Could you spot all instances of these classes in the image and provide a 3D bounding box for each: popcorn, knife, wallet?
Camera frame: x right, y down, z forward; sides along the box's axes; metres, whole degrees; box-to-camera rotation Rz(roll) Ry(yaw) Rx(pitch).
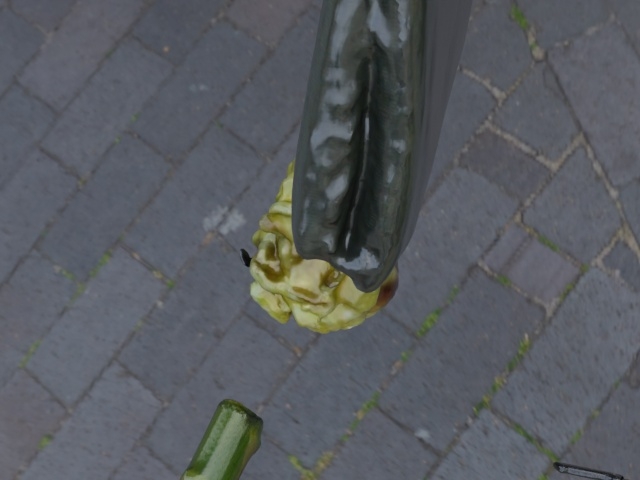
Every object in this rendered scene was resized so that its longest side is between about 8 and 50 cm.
[{"bbox_3d":[0.002,0.002,1.186,0.169,0.189,0.218,-3,111,29],"label":"popcorn"},{"bbox_3d":[0.318,0.244,1.025,0.170,0.023,0.010,9,98,14],"label":"knife"},{"bbox_3d":[0.042,-0.110,0.443,0.052,0.168,0.245,13,37,10],"label":"wallet"}]

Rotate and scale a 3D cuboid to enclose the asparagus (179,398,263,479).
[{"bbox_3d":[-0.140,0.306,1.133,0.060,0.067,0.277,14,64,23],"label":"asparagus"}]
